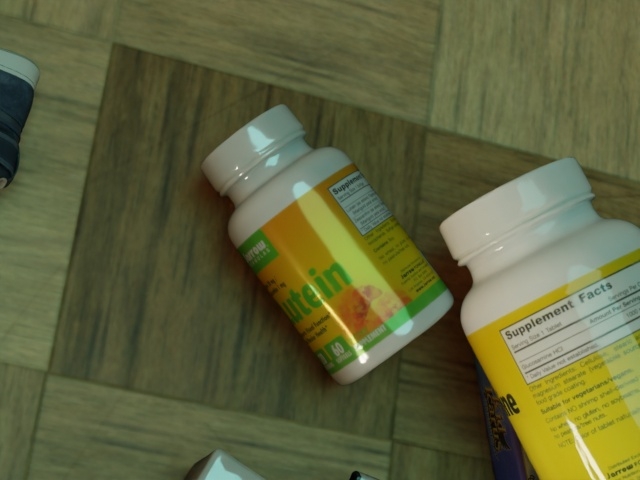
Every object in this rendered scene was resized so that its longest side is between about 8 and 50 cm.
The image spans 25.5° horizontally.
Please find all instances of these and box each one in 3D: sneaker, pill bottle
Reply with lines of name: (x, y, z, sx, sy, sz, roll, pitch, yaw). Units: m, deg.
sneaker: (-0.371, -0.108, 1.244, 0.226, 0.086, 0.163, 13, 67, -17)
pill bottle: (0.244, 0.103, 1.274, 0.188, 0.188, 0.334, -23, 81, -24)
pill bottle: (0.000, 0.000, 1.314, 0.136, 0.136, 0.245, -36, 87, -25)

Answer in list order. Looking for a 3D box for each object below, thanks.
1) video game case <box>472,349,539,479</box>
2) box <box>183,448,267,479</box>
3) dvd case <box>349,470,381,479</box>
video game case: (0.283, 0.173, 1.401, 0.244, 0.061, 0.269, -3, 75, -20)
box: (-0.081, 0.248, 1.227, 0.101, 0.102, 0.087, 35, 67, -6)
dvd case: (0.109, 0.336, 1.276, 0.253, 0.022, 0.180, 23, 88, -11)
